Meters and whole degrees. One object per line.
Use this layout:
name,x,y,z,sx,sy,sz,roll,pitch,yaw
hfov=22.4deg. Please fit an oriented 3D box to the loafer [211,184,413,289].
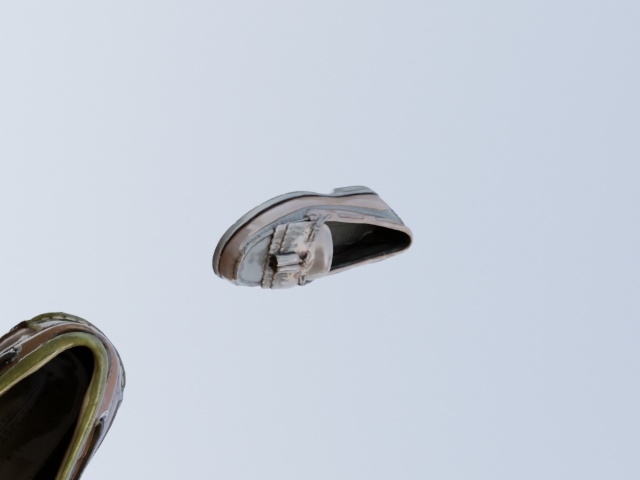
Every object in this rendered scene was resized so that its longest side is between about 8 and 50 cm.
loafer,0.000,0.000,0.806,0.039,0.125,0.045,33,-60,28

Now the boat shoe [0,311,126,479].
boat shoe,-0.213,0.166,0.843,0.307,0.111,0.104,-59,-170,-13
